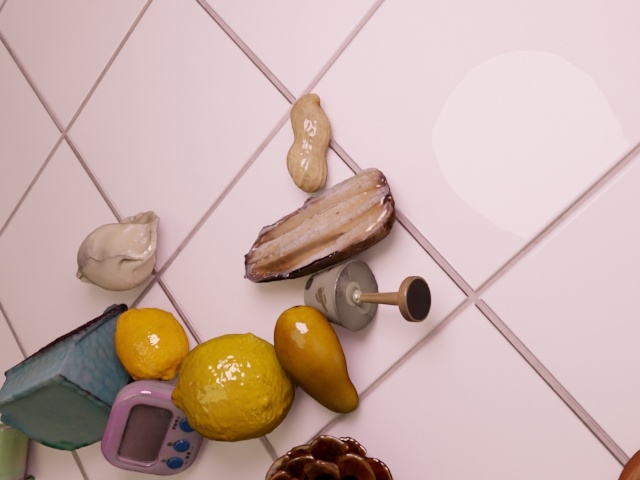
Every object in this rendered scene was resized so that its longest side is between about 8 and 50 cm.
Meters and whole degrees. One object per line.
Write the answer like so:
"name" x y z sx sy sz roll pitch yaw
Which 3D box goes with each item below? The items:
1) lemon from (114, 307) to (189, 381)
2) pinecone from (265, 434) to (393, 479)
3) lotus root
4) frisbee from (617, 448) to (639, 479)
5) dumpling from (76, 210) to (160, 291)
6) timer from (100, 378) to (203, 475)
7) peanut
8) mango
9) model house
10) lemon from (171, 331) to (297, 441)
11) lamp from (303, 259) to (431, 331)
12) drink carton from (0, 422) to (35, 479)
"lemon" -0.354 0.212 1.122 0.187 0.142 0.142 43 108 23
"pinecone" 0.010 0.429 0.837 0.244 0.309 0.243 -3 73 9
"lotus root" 0.000 0.001 0.968 0.329 0.078 0.167 -25 43 28
"frisbee" 0.521 0.374 0.696 0.251 0.021 0.250 -1 87 30
"dumpling" -0.430 0.015 1.179 0.258 0.147 0.193 -13 41 39
"timer" -0.329 0.376 1.083 0.069 0.191 0.208 -108 39 -63
"peanut" -0.022 -0.180 0.991 0.082 0.082 0.187 3 89 29
"mango" -0.007 0.208 0.916 0.136 0.099 0.227 7 132 50
"model house" -0.535 0.288 1.210 0.281 0.230 0.248 -25 35 23
"lemon" -0.152 0.263 0.973 0.231 0.192 0.192 -6 84 -5
"lamp" 0.074 0.091 0.895 0.215 0.121 0.121 -5 85 45
"drink carton" -0.807 0.542 1.366 0.144 0.146 0.142 -3 78 29
